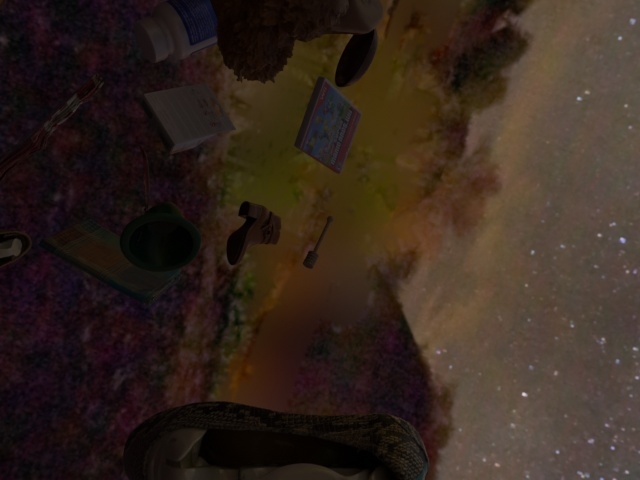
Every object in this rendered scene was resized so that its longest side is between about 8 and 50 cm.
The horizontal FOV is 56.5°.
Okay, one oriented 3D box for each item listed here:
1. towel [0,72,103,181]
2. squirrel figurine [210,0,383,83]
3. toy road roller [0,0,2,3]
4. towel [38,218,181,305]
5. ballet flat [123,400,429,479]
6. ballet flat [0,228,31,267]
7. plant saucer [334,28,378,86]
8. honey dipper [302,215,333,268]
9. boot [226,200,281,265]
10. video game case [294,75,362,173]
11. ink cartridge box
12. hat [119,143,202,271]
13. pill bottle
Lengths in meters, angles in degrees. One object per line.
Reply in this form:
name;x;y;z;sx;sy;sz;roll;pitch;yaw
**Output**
towel;-0.678;-0.274;1.468;0.237;0.037;0.329;-23;-148;31
squirrel figurine;-0.101;-0.520;1.269;0.397;0.370;0.281;-64;145;-42
toy road roller;-0.979;-0.644;1.612;0.330;0.240;0.203;117;-15;-51
towel;-0.637;0.059;1.854;0.040;0.370;0.271;-60;180;18
ballet flat;-0.095;0.316;0.831;0.182;0.482;0.164;0;86;-77
ballet flat;-0.541;0.020;0.951;0.232;0.073;0.080;-88;175;-76
plant saucer;0.091;-0.445;1.448;0.168;0.029;0.169;-47;-149;40
honey dipper;0.000;0.000;1.530;0.030;0.030;0.161;104;11;-61
boot;-0.188;-0.006;1.756;0.152;0.072;0.197;25;81;-49
video game case;0.029;-0.325;1.730;0.285;0.025;0.204;20;90;-63
ink cartridge box;-0.307;-0.288;1.386;0.179;0.145;0.045;-25;169;-44
hat;-0.355;-0.062;1.345;0.209;0.172;0.184;-59;-150;37
pill bottle;-0.357;-0.585;1.615;0.272;0.152;0.152;-32;159;-24
